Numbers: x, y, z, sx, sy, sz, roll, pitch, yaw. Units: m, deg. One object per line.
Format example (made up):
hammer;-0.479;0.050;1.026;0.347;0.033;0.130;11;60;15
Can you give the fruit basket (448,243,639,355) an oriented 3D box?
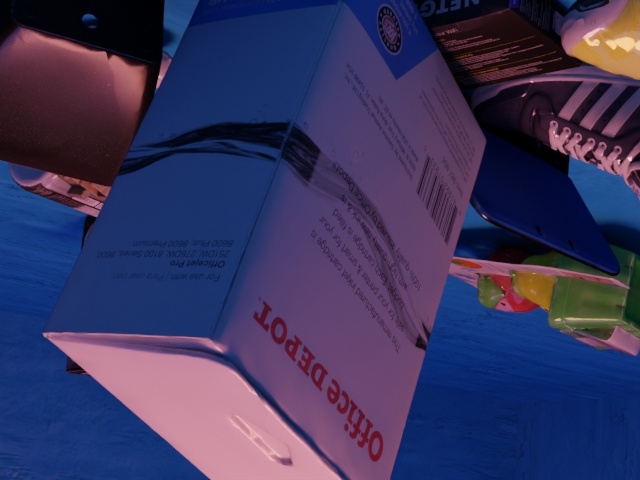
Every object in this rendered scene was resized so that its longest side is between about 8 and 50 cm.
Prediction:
fruit basket;0.364;0.087;1.819;0.353;0.165;0.327;0;165;34

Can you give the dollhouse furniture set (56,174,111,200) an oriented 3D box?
dollhouse furniture set;-0.294;-0.138;1.245;0.182;0.101;0.161;39;165;-27

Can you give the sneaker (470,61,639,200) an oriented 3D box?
sneaker;0.287;-0.094;1.140;0.282;0.153;0.099;1;165;19

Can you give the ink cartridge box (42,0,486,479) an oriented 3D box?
ink cartridge box;-0.020;-0.013;0.947;0.166;0.395;0.285;0;145;31

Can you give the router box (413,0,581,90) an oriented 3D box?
router box;0.134;-0.188;1.049;0.179;0.046;0.133;-7;161;39

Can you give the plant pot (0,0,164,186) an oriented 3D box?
plant pot;-0.227;-0.182;0.976;0.188;0.187;0.167;13;151;-28

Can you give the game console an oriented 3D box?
game console;0.169;-0.058;1.293;0.250;0.173;0.293;-8;160;42

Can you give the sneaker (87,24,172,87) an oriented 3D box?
sneaker;-0.260;-0.159;1.174;0.232;0.115;0.090;2;166;12

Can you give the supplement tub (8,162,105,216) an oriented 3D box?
supplement tub;-0.292;-0.093;1.444;0.117;0.117;0.190;-4;163;34

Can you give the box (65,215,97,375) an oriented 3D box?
box;-0.324;0.081;1.833;0.060;0.270;0.216;15;163;-38

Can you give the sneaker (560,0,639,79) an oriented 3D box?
sneaker;0.391;-0.140;0.938;0.384;0.147;0.145;7;168;-1
